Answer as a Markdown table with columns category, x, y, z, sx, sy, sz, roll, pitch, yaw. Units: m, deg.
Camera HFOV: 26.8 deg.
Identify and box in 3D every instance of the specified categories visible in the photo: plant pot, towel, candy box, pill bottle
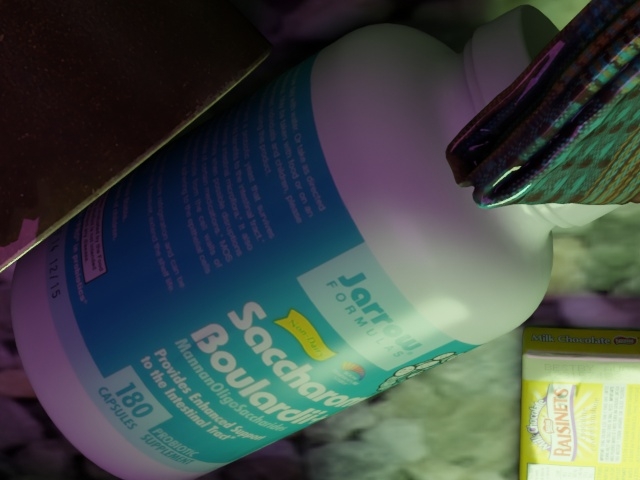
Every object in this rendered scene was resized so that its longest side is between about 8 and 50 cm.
| category | x | y | z | sx | sy | sz | roll | pitch | yaw |
| --- | --- | --- | --- | --- | --- | --- | --- | --- | --- |
| plant pot | -0.173 | -0.103 | 0.530 | 0.215 | 0.215 | 0.230 | -32 | 102 | 27 |
| towel | 0.234 | -0.131 | 0.428 | 0.370 | 0.271 | 0.040 | -45 | 65 | 30 |
| candy box | 0.163 | 0.135 | 0.749 | 0.105 | 0.027 | 0.205 | 3 | 126 | 9 |
| pill bottle | 0.000 | 0.000 | 0.599 | 0.264 | 0.146 | 0.146 | -29 | 117 | 26 |
